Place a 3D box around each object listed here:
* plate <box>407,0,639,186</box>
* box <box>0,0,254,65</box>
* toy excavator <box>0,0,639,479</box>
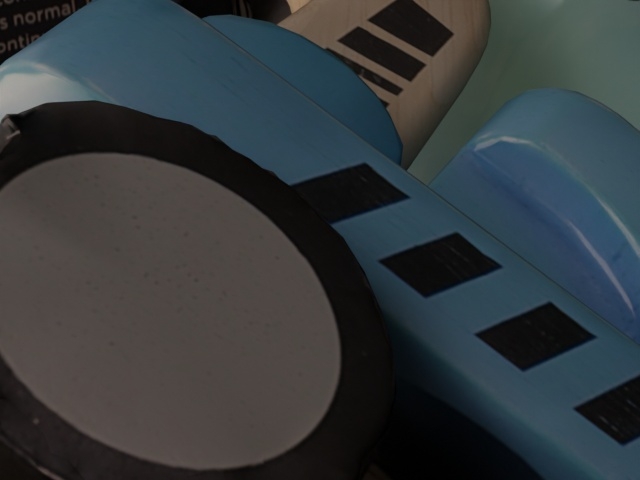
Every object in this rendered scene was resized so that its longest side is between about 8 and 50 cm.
[{"bbox_3d":[0.107,-0.052,0.664,0.188,0.024,0.188,-24,48,30],"label":"plate"},{"bbox_3d":[-0.274,-0.350,0.857,0.297,0.472,0.480,-16,30,-26],"label":"box"},{"bbox_3d":[0.000,0.000,0.557,0.445,0.433,0.222,-44,-11,-50],"label":"toy excavator"}]
